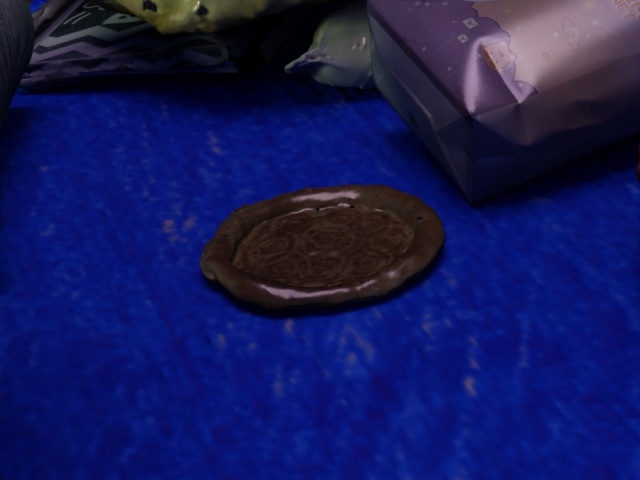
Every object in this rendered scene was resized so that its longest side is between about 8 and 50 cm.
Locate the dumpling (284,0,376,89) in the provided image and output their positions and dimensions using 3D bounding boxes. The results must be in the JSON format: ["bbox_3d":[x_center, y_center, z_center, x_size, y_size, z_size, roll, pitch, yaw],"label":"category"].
[{"bbox_3d":[0.020,-0.101,0.914,0.052,0.057,0.076,37,69,5],"label":"dumpling"}]

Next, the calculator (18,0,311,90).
[{"bbox_3d":[-0.078,-0.155,1.047,0.165,0.028,0.274,-1,26,17],"label":"calculator"}]

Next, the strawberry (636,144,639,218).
[{"bbox_3d":[0.190,-0.037,0.669,0.174,0.098,0.228,29,49,33],"label":"strawberry"}]

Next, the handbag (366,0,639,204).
[{"bbox_3d":[0.121,-0.089,0.817,0.173,0.095,0.117,-20,45,-13],"label":"handbag"}]

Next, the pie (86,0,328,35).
[{"bbox_3d":[0.003,-0.208,1.000,0.339,0.083,0.339,-10,23,4],"label":"pie"}]

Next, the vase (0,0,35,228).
[{"bbox_3d":[-0.188,-0.058,0.819,0.096,0.096,0.219,-8,31,-3],"label":"vase"}]

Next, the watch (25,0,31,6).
[{"bbox_3d":[-0.318,-0.164,1.047,0.165,0.102,0.268,-39,46,-24],"label":"watch"}]

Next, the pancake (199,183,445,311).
[{"bbox_3d":[0.000,0.001,0.748,0.115,0.011,0.115,-5,26,2],"label":"pancake"}]
